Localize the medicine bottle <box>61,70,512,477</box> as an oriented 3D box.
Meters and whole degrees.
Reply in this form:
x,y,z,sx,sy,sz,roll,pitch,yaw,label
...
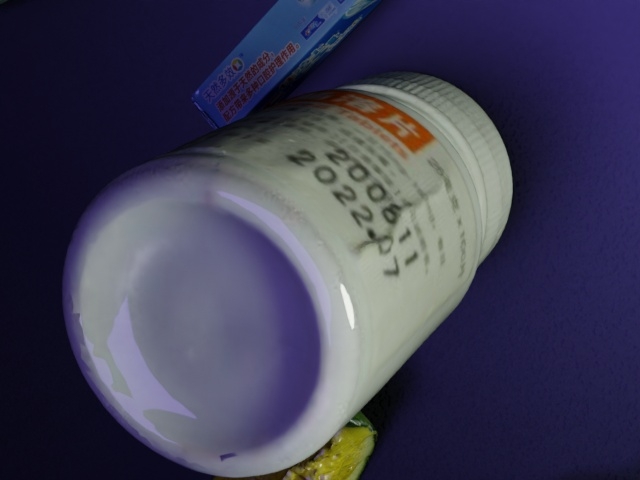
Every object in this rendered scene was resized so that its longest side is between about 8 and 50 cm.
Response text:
x,y,z,sx,sy,sz,roll,pitch,yaw,label
0.000,0.000,0.868,0.211,0.371,0.211,8,110,22,medicine bottle

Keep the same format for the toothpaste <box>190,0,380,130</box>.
x,y,z,sx,sy,sz,roll,pitch,yaw,label
0.004,-0.190,0.980,0.272,0.066,0.053,-42,87,30,toothpaste

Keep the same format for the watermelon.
x,y,z,sx,sy,sz,roll,pitch,yaw,label
-0.048,0.234,1.102,0.123,0.129,0.301,41,113,6,watermelon

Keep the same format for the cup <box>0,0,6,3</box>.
x,y,z,sx,sy,sz,roll,pitch,yaw,label
-0.409,-0.379,0.943,0.310,0.392,0.400,-2,100,20,cup
